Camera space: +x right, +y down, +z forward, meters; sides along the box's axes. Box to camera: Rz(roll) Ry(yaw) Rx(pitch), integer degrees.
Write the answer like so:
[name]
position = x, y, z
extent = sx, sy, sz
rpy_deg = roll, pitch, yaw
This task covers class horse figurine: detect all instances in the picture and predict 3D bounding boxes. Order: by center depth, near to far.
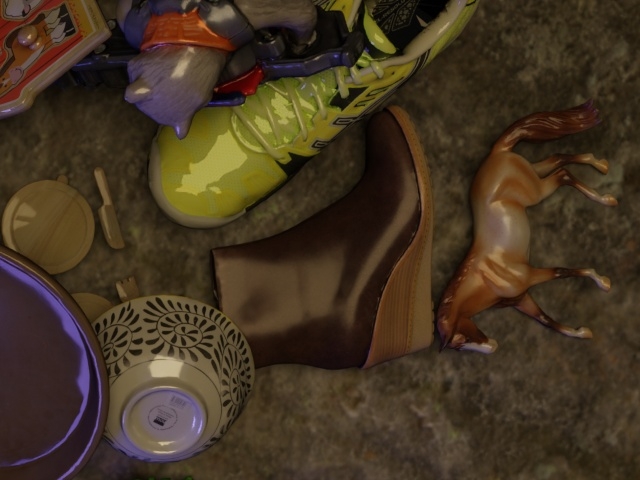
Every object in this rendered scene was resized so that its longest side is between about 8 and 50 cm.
[horse figurine]
position = 0.201, -0.012, 1.571
extent = 0.174, 0.066, 0.263
rpy_deg = 8, 87, -16

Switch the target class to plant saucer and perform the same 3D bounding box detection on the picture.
[plant saucer]
position = -0.314, 0.110, 1.413
extent = 0.277, 0.041, 0.278
rpy_deg = 4, 116, 9

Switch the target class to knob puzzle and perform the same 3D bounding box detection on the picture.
[knob puzzle]
position = -0.288, -0.178, 1.428
extent = 0.213, 0.213, 0.030
rpy_deg = -55, 136, -10

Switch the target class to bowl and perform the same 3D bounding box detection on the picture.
[bowl]
position = -0.140, 0.141, 1.450
extent = 0.170, 0.080, 0.170
rpy_deg = -3, 118, -6

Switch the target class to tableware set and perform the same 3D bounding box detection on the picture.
[tableware set]
position = -0.240, 0.040, 1.500
extent = 0.128, 0.039, 0.194
rpy_deg = -17, 95, -23

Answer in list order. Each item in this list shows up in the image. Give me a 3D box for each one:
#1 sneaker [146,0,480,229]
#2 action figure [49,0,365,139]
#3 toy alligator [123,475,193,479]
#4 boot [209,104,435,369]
[sneaker]
position = -0.009, -0.161, 1.502
extent = 0.384, 0.147, 0.145
rpy_deg = -43, 96, -9
[action figure]
position = -0.141, -0.240, 1.429
extent = 0.341, 0.178, 0.330
rpy_deg = -8, 59, 18
[toy alligator]
position = -0.137, 0.240, 1.498
extent = 0.189, 0.056, 0.051
rpy_deg = -7, 46, -11
[boot]
position = 0.000, 0.000, 1.518
extent = 0.206, 0.090, 0.249
rpy_deg = -4, 90, -13
